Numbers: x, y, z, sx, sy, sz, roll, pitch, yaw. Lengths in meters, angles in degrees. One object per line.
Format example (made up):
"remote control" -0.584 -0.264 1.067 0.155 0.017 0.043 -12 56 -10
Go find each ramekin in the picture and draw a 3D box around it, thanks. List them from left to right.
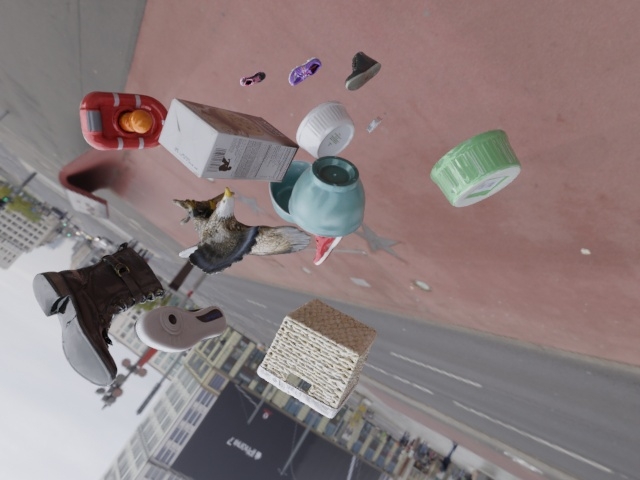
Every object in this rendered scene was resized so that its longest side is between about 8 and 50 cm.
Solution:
"ramekin" 0.034 -0.487 1.926 0.127 0.273 0.273 53 169 20
"ramekin" 0.576 -0.251 1.560 0.303 0.304 0.148 91 157 -70

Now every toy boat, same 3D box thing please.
"toy boat" -0.501 -0.316 1.131 0.151 0.231 0.150 12 109 36

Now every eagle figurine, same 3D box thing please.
"eagle figurine" -0.207 -0.015 0.987 0.298 0.226 0.225 35 161 25

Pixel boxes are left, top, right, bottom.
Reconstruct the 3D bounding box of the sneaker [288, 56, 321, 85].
"sneaker" -0.070 -0.764 1.922 0.068 0.170 0.071 45 -166 -40

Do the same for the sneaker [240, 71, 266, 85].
"sneaker" -0.293 -0.710 1.875 0.057 0.119 0.047 52 164 53

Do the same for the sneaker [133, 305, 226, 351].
"sneaker" -0.275 0.170 0.759 0.217 0.121 0.079 19 -129 -67

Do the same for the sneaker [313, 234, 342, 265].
"sneaker" 0.000 0.000 1.790 0.128 0.087 0.221 33 120 -7

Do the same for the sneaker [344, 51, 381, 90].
"sneaker" 0.157 -0.749 1.879 0.118 0.222 0.083 43 150 12

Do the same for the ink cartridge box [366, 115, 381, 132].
"ink cartridge box" 0.266 -0.571 2.067 0.029 0.115 0.063 42 126 -2

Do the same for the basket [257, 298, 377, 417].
"basket" 0.001 0.423 1.601 0.329 0.266 0.331 25 -167 17

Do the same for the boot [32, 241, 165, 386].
"boot" -0.403 0.130 0.848 0.091 0.229 0.262 -34 84 28

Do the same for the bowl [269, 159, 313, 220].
"bowl" -0.103 -0.203 1.989 0.312 0.311 0.163 35 150 -1

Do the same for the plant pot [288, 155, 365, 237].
"plant pot" 0.038 -0.184 1.559 0.293 0.293 0.196 29 139 15

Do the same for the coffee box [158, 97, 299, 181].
"coffee box" -0.215 -0.240 1.056 0.168 0.118 0.297 39 -156 23
